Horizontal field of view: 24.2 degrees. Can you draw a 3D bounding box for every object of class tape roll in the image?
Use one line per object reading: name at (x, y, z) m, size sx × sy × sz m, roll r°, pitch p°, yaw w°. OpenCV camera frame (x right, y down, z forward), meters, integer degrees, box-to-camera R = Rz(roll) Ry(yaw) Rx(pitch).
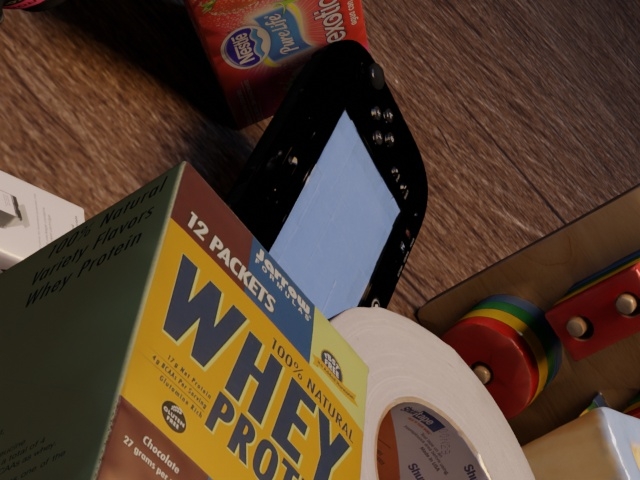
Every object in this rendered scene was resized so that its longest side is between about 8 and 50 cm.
tape roll at (0.036, 0.146, 0.758) m, size 0.219 × 0.072 × 0.219 m, roll 39°, pitch 35°, yaw -35°

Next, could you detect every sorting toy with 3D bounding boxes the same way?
sorting toy at (0.222, 0.123, 1.184) m, size 0.257 × 0.255 × 0.089 m, roll 57°, pitch 39°, yaw -2°

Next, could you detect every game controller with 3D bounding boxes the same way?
game controller at (0.000, 0.000, 1.048) m, size 0.166 × 0.067 × 0.319 m, roll 53°, pitch 41°, yaw -25°

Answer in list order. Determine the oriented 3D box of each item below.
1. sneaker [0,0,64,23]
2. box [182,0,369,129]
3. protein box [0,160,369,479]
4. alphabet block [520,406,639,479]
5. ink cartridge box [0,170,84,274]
sneaker at (-0.215, -0.213, 0.866) m, size 0.202 × 0.185 × 0.482 m, roll 45°, pitch 30°, yaw -16°
box at (-0.047, -0.204, 1.100) m, size 0.257 × 0.123 × 0.128 m, roll 72°, pitch -4°, yaw -70°
protein box at (-0.101, 0.112, 0.592) m, size 0.136 × 0.200 × 0.201 m, roll 50°, pitch 25°, yaw -25°
alphabet block at (0.185, 0.251, 1.029) m, size 0.192 × 0.197 × 0.193 m, roll 23°, pitch 42°, yaw -50°
ink cartridge box at (-0.198, 0.005, 0.748) m, size 0.135 × 0.099 × 0.056 m, roll 27°, pitch 41°, yaw -45°
